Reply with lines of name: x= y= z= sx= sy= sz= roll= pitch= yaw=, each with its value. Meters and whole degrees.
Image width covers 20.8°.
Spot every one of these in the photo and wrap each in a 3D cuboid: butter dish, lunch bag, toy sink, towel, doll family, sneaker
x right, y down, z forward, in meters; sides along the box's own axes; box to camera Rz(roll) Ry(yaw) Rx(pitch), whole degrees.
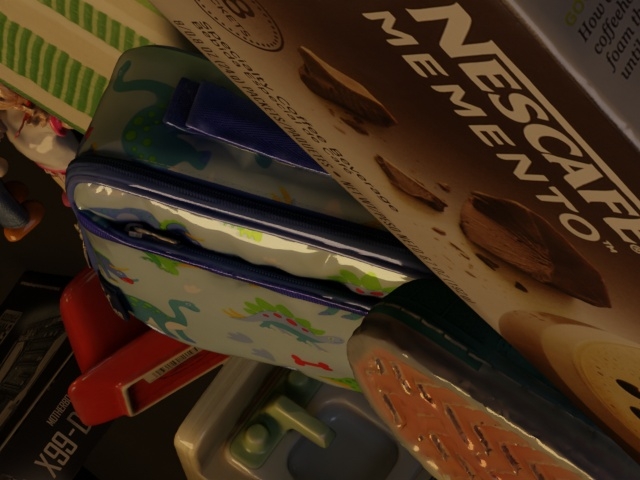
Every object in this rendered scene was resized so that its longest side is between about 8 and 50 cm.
butter dish: x=-0.119 y=0.037 z=1.187 sx=0.118 sy=0.160 sz=0.160 roll=57 pitch=169 yaw=12
lunch bag: x=0.000 y=0.000 z=0.779 sx=0.219 sy=0.090 sz=0.176 roll=17 pitch=157 yaw=8
toy sink: x=0.012 y=0.125 z=1.100 sx=0.131 sy=0.153 sz=0.234 roll=33 pitch=164 yaw=11
towel: x=-0.085 y=-0.100 z=0.858 sx=0.248 sy=0.038 sz=0.325 roll=32 pitch=163 yaw=8
doll family: x=-0.266 y=-0.072 z=1.172 sx=0.263 sy=0.118 sz=0.163 roll=22 pitch=159 yaw=43
sneaker: x=0.159 y=0.083 z=0.681 sx=0.302 sy=0.121 sz=0.108 roll=30 pitch=157 yaw=-1

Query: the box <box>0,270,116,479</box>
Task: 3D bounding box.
box: x=-0.281 y=0.151 z=1.648 sx=0.076 sy=0.242 sz=0.307 roll=42 pitch=165 yaw=-20

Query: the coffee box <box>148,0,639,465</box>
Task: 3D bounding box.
coffee box: x=0.111 y=-0.023 z=0.491 sx=0.297 sy=0.119 sz=0.168 roll=43 pitch=164 yaw=-27

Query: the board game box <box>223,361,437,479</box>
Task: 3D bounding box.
board game box: x=0.031 y=0.138 z=1.334 sx=0.281 sy=0.027 sz=0.145 roll=34 pitch=166 yaw=9
